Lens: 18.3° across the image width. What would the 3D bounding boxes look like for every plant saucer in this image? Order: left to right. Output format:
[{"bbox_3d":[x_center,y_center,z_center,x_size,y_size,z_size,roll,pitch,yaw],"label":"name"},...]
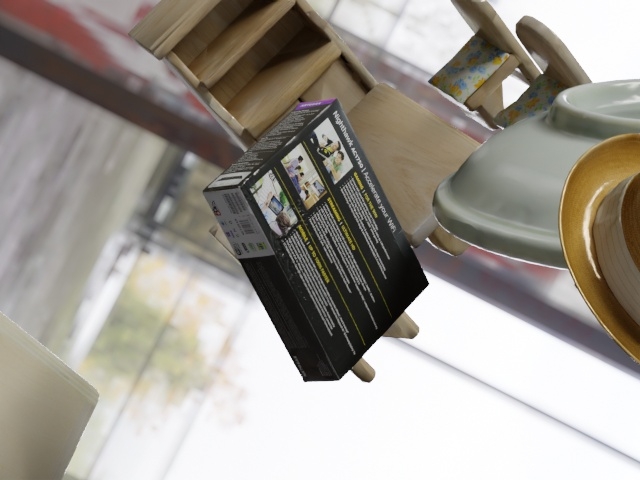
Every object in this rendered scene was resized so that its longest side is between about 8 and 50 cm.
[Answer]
[{"bbox_3d":[0.289,-0.063,1.564,0.400,0.401,0.100,-63,154,-74],"label":"plant saucer"}]

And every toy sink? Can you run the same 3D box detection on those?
[{"bbox_3d":[-0.321,0.119,1.627,0.234,0.153,0.131,49,59,-51],"label":"toy sink"}]

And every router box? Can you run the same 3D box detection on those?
[{"bbox_3d":[0.000,0.000,1.531,0.046,0.179,0.133,-5,-151,45],"label":"router box"}]

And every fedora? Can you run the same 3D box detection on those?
[{"bbox_3d":[0.246,0.003,1.253,0.079,0.194,0.194,-47,-168,52],"label":"fedora"}]

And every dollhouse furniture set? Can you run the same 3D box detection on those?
[{"bbox_3d":[0.016,-0.130,2.002,0.362,0.256,0.394,-46,-144,-4],"label":"dollhouse furniture set"}]
